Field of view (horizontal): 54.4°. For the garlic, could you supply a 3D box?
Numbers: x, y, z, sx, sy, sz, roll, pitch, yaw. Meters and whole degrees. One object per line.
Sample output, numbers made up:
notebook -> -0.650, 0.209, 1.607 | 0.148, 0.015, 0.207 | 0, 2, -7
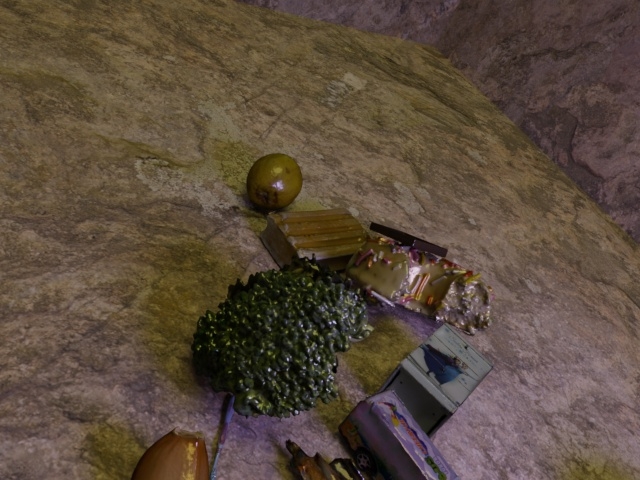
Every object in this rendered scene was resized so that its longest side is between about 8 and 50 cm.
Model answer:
garlic -> -0.219, 0.402, 0.941 | 0.115, 0.128, 0.207 | 59, 13, -46

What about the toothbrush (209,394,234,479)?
toothbrush -> -0.174, 0.350, 1.112 | 0.013, 0.019, 0.193 | 23, 34, -9

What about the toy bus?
toy bus -> 0.171, 0.433, 1.152 | 0.112, 0.138, 0.317 | -12, 51, -42

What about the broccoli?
broccoli -> -0.075, 0.176, 1.183 | 0.324, 0.272, 0.334 | 39, 67, 14

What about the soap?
soap -> 0.000, 0.000, 1.607 | 0.274, 0.089, 0.173 | -7, 46, -41

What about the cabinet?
cabinet -> 0.246, 0.307, 1.351 | 0.145, 0.150, 0.206 | 43, 38, 17

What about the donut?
donut -> 0.231, 0.100, 1.525 | 0.370, 0.150, 0.307 | 18, 7, -25

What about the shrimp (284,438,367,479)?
shrimp -> 0.044, 0.444, 1.108 | 0.145, 0.059, 0.254 | 2, 38, -46

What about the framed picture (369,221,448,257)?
framed picture -> 0.223, -0.003, 1.588 | 0.127, 0.023, 0.168 | 16, 6, -38

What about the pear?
pear -> -0.123, -0.156, 1.662 | 0.148, 0.149, 0.162 | 34, 41, 6
